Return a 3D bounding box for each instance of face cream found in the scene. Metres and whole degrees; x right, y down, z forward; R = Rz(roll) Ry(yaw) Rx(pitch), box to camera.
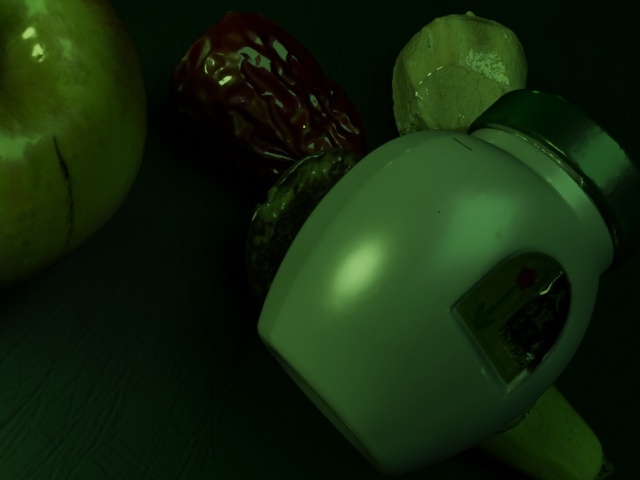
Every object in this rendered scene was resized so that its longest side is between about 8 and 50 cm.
[{"bbox_3d":[0.131,0.040,0.821,0.357,0.219,0.312,-43,118,-11],"label":"face cream"}]

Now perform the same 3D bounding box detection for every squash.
[{"bbox_3d":[0.261,0.229,0.963,0.287,0.137,0.137,38,49,-19],"label":"squash"}]

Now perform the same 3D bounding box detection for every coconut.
[{"bbox_3d":[0.188,-0.211,1.107,0.194,0.194,0.194,18,57,-30],"label":"coconut"}]

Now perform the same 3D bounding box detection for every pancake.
[{"bbox_3d":[0.001,0.000,0.872,0.199,0.021,0.199,-14,115,-33],"label":"pancake"}]

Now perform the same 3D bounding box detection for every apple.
[{"bbox_3d":[-0.271,-0.092,0.636,0.286,0.233,0.285,16,62,-32],"label":"apple"}]

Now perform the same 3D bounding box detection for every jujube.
[{"bbox_3d":[-0.051,-0.139,0.897,0.230,0.155,0.155,33,50,-23],"label":"jujube"}]
